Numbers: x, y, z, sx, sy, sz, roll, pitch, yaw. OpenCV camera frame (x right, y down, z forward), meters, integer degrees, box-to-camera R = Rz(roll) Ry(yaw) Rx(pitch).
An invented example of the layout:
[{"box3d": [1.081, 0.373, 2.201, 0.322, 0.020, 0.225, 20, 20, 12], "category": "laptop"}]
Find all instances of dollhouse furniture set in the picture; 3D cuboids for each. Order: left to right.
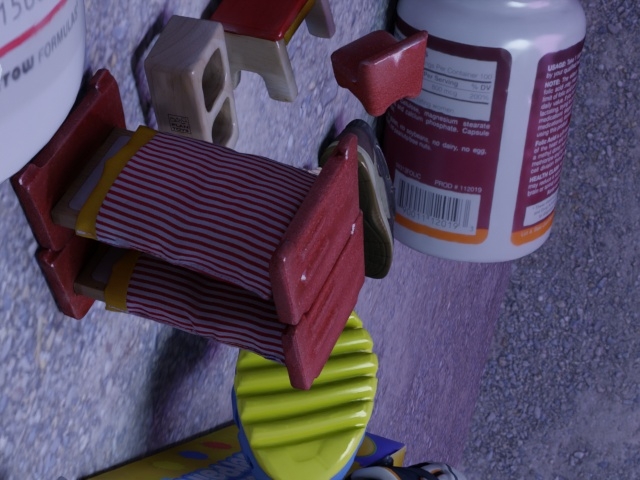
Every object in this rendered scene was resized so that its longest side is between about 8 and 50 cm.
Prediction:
[{"box3d": [-0.036, -0.094, 1.000, 0.152, 0.201, 0.374, 84, 26, -48], "category": "dollhouse furniture set"}]

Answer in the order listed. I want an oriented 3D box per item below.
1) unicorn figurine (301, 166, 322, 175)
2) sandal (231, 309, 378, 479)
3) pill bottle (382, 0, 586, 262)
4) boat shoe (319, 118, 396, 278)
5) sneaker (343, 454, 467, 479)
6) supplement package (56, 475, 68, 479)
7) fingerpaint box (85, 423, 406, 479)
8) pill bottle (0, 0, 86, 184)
[{"box3d": [0.000, 0.000, 1.431, 0.111, 0.060, 0.161, -34, 136, -65], "category": "unicorn figurine"}, {"box3d": [-0.025, 0.093, 1.210, 0.138, 0.126, 0.317, 104, -13, -50], "category": "sandal"}, {"box3d": [0.192, -0.192, 1.620, 0.224, 0.224, 0.392, -49, 149, -56], "category": "pill bottle"}, {"box3d": [0.053, -0.044, 1.535, 0.073, 0.080, 0.223, -60, 153, -31], "category": "boat shoe"}, {"box3d": [0.063, 0.249, 1.193, 0.321, 0.128, 0.126, 164, -55, -83], "category": "sneaker"}, {"box3d": [-0.114, 0.297, 0.918, 0.134, 0.139, 0.244, -50, 119, -13], "category": "supplement package"}, {"box3d": [-0.087, 0.376, 1.264, 0.445, 0.163, 0.371, -5, 108, -71], "category": "fingerpaint box"}, {"box3d": [-0.191, -0.210, 0.362, 0.229, 0.229, 0.407, -56, 153, -50], "category": "pill bottle"}]
